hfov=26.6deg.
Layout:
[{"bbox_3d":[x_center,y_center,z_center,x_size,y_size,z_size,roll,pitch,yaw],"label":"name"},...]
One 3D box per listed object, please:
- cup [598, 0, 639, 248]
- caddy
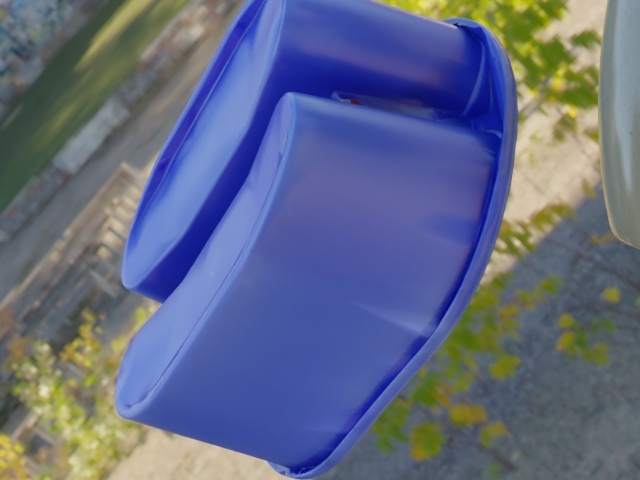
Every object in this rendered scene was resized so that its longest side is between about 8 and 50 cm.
[{"bbox_3d":[0.342,-0.162,0.985,0.331,0.237,0.331,-18,15,5],"label":"cup"},{"bbox_3d":[0.000,0.000,0.865,0.341,0.179,0.241,-55,29,39],"label":"caddy"}]
